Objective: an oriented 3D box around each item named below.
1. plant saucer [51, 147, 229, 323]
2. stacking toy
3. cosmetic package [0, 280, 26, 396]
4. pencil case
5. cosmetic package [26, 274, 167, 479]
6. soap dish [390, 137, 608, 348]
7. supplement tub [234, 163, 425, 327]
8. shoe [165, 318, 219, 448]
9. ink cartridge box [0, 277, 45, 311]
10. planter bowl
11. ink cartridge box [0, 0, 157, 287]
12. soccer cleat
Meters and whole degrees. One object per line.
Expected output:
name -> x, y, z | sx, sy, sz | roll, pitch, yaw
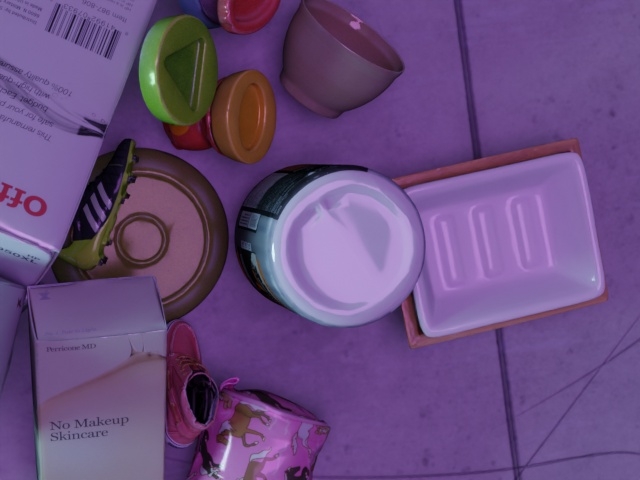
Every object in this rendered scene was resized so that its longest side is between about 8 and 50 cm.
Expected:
plant saucer -> -0.236, -0.002, 1.892 | 0.241, 0.037, 0.241 | -1, 93, -14
stacking toy -> -0.170, -0.260, 1.796 | 0.130, 0.279, 0.308 | 4, 88, 29
cosmetic package -> -0.549, 0.105, 1.661 | 0.366, 0.155, 0.197 | 10, 85, 4
pencil case -> -0.121, 0.377, 1.878 | 0.167, 0.160, 0.386 | 22, 87, -41
cosmetic package -> -0.274, 0.202, 1.781 | 0.160, 0.113, 0.309 | -5, 128, -13
soap dish -> 0.229, 0.001, 1.957 | 0.291, 0.118, 0.228 | -13, 95, -12
supplement tub -> 0.000, 0.000, 1.803 | 0.194, 0.316, 0.193 | -1, 93, -12
shoe -> -0.167, 0.173, 1.858 | 0.063, 0.081, 0.178 | 15, 57, -29
ink cartridge box -> -0.518, 0.037, 1.799 | 0.239, 0.060, 0.275 | -41, 91, 17
planter bowl -> 0.014, -0.230, 1.890 | 0.162, 0.162, 0.109 | 33, 113, -12
ink cartridge box -> -0.393, -0.182, 1.717 | 0.285, 0.166, 0.394 | 23, 65, -13
soccer cleat -> -0.284, -0.051, 1.833 | 0.072, 0.060, 0.178 | 20, 89, 0
